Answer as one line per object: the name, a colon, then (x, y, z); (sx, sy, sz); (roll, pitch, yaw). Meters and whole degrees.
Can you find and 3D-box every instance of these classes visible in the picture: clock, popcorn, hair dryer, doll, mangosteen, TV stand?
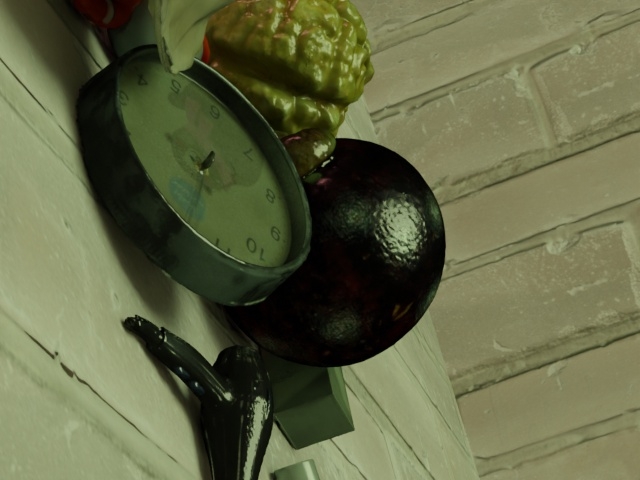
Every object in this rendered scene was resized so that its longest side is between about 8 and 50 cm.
clock: (-0.118, -0.068, 1.614); (0.280, 0.055, 0.281); (38, 32, -29)
popcorn: (-0.064, -0.200, 1.964); (0.270, 0.257, 0.224); (68, 29, -26)
hair dryer: (-0.119, 0.144, 1.515); (0.219, 0.075, 0.196); (49, 29, -39)
doll: (-0.197, -0.268, 1.748); (0.336, 0.105, 0.200); (58, 28, -49)
hair dryer: (-0.014, 0.290, 1.834); (0.137, 0.047, 0.082); (61, 11, -80)
mangosteen: (0.000, 0.000, 1.840); (0.288, 0.288, 0.288); (-20, 90, -81)
TV stand: (-0.029, 0.116, 1.997); (0.088, 0.082, 0.270); (64, 10, -46)

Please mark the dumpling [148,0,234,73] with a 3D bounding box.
dumpling: (-0.114, -0.316, 1.550); (0.395, 0.233, 0.316); (100, -7, -77)
